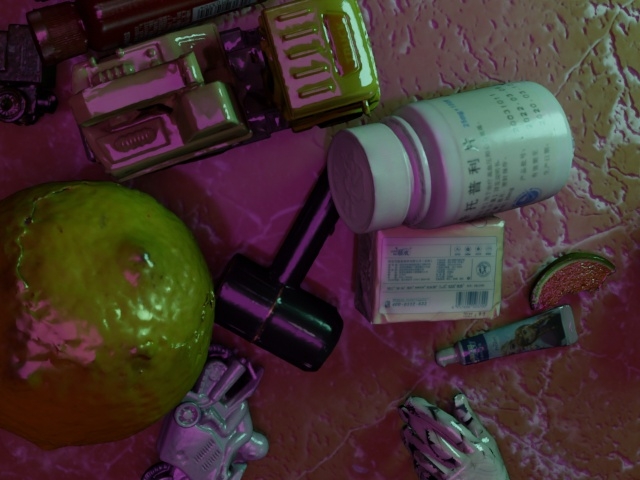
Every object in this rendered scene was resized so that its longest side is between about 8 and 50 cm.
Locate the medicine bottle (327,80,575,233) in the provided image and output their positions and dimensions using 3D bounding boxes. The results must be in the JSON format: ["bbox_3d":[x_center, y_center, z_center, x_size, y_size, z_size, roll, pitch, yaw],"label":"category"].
[{"bbox_3d":[0.167,-0.106,1.207,0.293,0.170,0.170,-13,101,-20],"label":"medicine bottle"}]

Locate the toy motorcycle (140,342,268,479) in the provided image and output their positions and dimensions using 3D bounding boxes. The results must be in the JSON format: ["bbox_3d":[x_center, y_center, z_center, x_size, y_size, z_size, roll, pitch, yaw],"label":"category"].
[{"bbox_3d":[-0.155,0.284,1.353,0.171,0.110,0.260,21,92,-21],"label":"toy motorcycle"}]

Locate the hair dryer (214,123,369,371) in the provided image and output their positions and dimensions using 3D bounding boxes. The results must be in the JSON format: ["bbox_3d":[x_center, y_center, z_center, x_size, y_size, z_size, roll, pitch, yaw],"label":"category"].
[{"bbox_3d":[0.000,0.000,1.307,0.189,0.107,0.352,30,93,-8],"label":"hair dryer"}]

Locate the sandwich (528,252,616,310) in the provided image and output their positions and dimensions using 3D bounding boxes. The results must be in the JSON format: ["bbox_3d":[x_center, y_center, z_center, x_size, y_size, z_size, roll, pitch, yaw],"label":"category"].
[{"bbox_3d":[0.363,0.054,1.350,0.135,0.029,0.067,-24,105,2],"label":"sandwich"}]

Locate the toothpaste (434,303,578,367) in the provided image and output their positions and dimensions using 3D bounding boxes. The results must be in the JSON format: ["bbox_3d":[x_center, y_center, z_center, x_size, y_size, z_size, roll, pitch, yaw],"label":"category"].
[{"bbox_3d":[0.273,0.148,1.364,0.216,0.037,0.062,-14,99,-3],"label":"toothpaste"}]

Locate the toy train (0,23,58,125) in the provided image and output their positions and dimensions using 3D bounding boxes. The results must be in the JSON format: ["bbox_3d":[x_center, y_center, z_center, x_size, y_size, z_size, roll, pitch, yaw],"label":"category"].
[{"bbox_3d":[-0.471,-0.229,1.261,0.225,0.090,0.137,4,93,-2],"label":"toy train"}]

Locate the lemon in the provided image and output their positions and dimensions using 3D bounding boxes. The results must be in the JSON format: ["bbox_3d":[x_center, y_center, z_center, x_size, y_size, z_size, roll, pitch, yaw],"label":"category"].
[{"bbox_3d":[-0.319,0.100,1.198,0.350,0.350,0.387,44,136,-8],"label":"lemon"}]

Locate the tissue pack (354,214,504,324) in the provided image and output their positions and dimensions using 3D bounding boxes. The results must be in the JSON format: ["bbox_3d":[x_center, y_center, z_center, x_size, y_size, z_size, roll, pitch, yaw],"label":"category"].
[{"bbox_3d":[0.150,0.035,1.294,0.196,0.092,0.148,-1,101,-17],"label":"tissue pack"}]

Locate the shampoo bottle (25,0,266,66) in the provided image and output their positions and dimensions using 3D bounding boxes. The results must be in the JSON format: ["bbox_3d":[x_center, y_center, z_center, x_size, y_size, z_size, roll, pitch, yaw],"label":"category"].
[{"bbox_3d":[-0.215,-0.304,1.188,0.314,0.118,0.076,-22,97,-16],"label":"shampoo bottle"}]

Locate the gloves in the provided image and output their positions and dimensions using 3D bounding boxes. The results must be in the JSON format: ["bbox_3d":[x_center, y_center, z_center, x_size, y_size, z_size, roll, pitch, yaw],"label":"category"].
[{"bbox_3d":[0.197,0.316,1.358,0.127,0.111,0.212,-38,106,10],"label":"gloves"}]

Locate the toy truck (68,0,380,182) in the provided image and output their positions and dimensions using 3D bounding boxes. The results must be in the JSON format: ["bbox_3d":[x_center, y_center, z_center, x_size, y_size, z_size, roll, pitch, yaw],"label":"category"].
[{"bbox_3d":[-0.124,-0.201,1.192,0.405,0.254,0.180,-15,96,-1],"label":"toy truck"}]
